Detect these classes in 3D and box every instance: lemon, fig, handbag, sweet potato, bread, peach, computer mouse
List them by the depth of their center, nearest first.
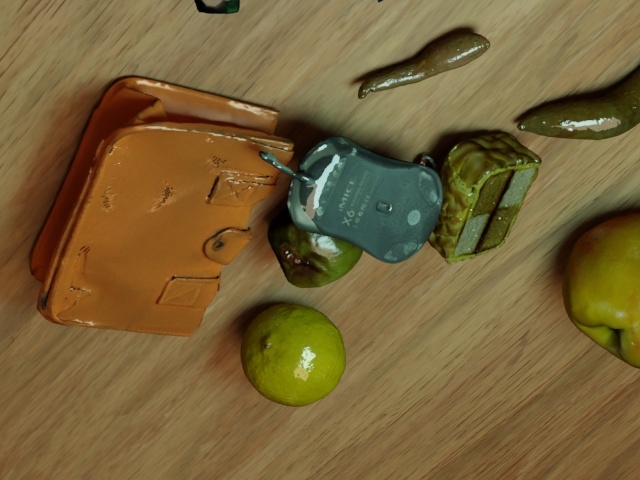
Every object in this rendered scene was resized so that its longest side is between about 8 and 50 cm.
[{"bbox_3d":[-0.245,-0.034,1.849,0.303,0.116,0.410,9,127,-31],"label":"handbag"},{"bbox_3d":[0.153,-0.264,1.853,0.214,0.050,0.050,-23,137,3],"label":"sweet potato"},{"bbox_3d":[0.039,-0.079,1.863,0.379,0.090,0.167,22,95,-40],"label":"computer mouse"},{"bbox_3d":[0.000,0.000,1.983,0.166,0.144,0.154,-1,95,-34],"label":"fig"},{"bbox_3d":[0.495,-0.235,2.009,0.346,0.079,0.108,-31,124,3],"label":"sweet potato"},{"bbox_3d":[0.258,-0.068,2.027,0.181,0.096,0.222,-17,140,-36],"label":"bread"},{"bbox_3d":[-0.045,0.199,2.119,0.178,0.178,0.203,-36,148,12],"label":"lemon"},{"bbox_3d":[0.599,0.073,2.218,0.308,0.289,0.289,-46,140,-17],"label":"peach"}]

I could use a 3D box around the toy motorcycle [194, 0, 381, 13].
[{"bbox_3d":[-0.020,-0.374,1.562,0.331,0.196,0.125,-10,135,-17],"label":"toy motorcycle"}]

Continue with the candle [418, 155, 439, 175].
[{"bbox_3d":[0.163,-0.073,2.039,0.053,0.048,0.162,-32,144,-37],"label":"candle"}]
